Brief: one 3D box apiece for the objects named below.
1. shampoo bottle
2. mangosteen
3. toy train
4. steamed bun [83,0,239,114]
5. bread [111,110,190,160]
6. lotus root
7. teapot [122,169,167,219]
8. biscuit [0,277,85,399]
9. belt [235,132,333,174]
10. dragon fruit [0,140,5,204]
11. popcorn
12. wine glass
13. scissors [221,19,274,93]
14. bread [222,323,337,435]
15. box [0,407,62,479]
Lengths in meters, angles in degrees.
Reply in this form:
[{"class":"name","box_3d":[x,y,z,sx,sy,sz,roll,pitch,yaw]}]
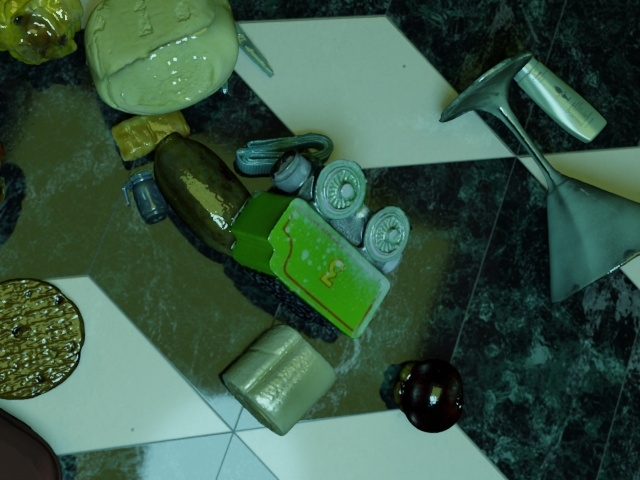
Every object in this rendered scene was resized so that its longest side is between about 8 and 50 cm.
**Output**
[{"class":"shampoo bottle","box_3d":[0.458,-0.278,1.674,0.212,0.049,0.072,42,81,-1]},{"class":"mangosteen","box_3d":[0.184,0.270,1.516,0.140,0.140,0.140,1,81,-10]},{"class":"toy train","box_3d":[0.000,0.000,1.452,0.307,0.173,0.249,43,75,-33]},{"class":"steamed bun","box_3d":[-0.263,-0.342,1.488,0.273,0.166,0.232,-26,54,3]},{"class":"bread","box_3d":[-0.301,-0.191,1.527,0.132,0.053,0.074,-21,86,-14]},{"class":"lotus root","box_3d":[-0.198,-0.075,1.491,0.241,0.124,0.123,46,65,-3]},{"class":"teapot","box_3d":[-0.307,-0.078,1.518,0.049,0.063,0.083,-16,80,-43]},{"class":"biscuit","box_3d":[-0.504,0.166,1.446,0.212,0.036,0.212,1,81,-8]},{"class":"belt","box_3d":[-0.063,-0.140,1.560,0.179,0.065,0.100,-6,74,-9]},{"class":"dragon fruit","box_3d":[-0.648,-0.084,1.381,0.295,0.130,0.268,-41,109,4]},{"class":"popcorn","box_3d":[-0.488,-0.374,1.477,0.167,0.148,0.152,-31,43,-10]},{"class":"wine glass","box_3d":[0.413,-0.123,1.547,0.267,0.267,0.406,-32,84,-13]},{"class":"scissors","box_3d":[-0.212,-0.455,1.594,0.256,0.029,0.383,-28,87,-9]},{"class":"bread","box_3d":[-0.070,0.234,1.462,0.141,0.134,0.148,-43,102,-17]},{"class":"box","box_3d":[-0.604,0.349,1.330,0.404,0.108,0.263,33,65,6]}]
